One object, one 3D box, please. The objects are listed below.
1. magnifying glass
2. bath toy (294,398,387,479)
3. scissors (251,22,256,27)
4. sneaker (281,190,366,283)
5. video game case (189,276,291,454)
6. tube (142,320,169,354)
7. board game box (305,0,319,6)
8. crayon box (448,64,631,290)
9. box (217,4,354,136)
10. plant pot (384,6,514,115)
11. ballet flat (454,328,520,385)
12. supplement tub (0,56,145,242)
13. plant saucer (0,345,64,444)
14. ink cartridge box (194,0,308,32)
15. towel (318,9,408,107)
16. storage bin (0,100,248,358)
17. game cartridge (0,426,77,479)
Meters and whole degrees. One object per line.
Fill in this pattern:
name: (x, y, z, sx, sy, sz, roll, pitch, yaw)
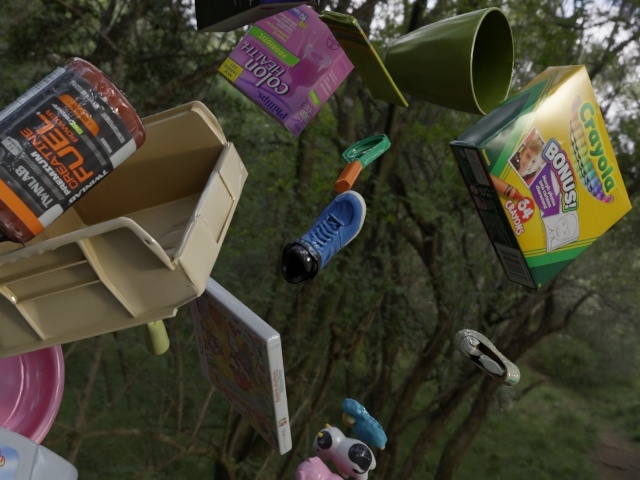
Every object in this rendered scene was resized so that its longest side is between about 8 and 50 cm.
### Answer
magnifying glass: (0.067, -0.139, 1.177, 0.092, 0.026, 0.231, -17, 19, 25)
bath toy: (0.009, 0.526, 1.483, 0.151, 0.348, 0.129, 5, -50, 37)
scissors: (-0.164, -0.538, 1.628, 0.021, 0.109, 0.297, 37, -42, -3)
sneaker: (0.001, 0.001, 0.899, 0.058, 0.152, 0.084, 44, 28, 6)
video game case: (-0.122, 0.168, 0.952, 0.026, 0.206, 0.227, -24, 36, -31)
tube: (-0.419, 0.214, 1.652, 0.070, 0.062, 0.240, 37, -29, 18)
board game box: (-0.020, -0.723, 1.716, 0.048, 0.170, 0.141, 3, -26, 3)
crayon box: (0.477, -0.133, 1.404, 0.363, 0.313, 0.106, 60, -16, -24)
box: (-0.070, -0.405, 1.519, 0.213, 0.243, 0.117, 41, 4, 14)
plant pot: (0.332, -0.482, 1.796, 0.293, 0.274, 0.275, 11, -12, 36)
ballet flat: (0.315, 0.220, 1.281, 0.052, 0.057, 0.168, 17, 12, -43)
supplement tub: (-0.264, -0.070, 0.604, 0.106, 0.198, 0.106, 38, -19, 16)
plant saucer: (-0.571, 0.213, 1.032, 0.084, 0.332, 0.332, -22, -36, 36)
ink cartridge box: (-0.098, -0.396, 0.901, 0.069, 0.175, 0.371, -10, 13, -27)
towel: (0.086, -0.349, 1.290, 0.102, 0.021, 0.237, 35, -8, 46)
storage bin: (-0.239, -0.022, 0.743, 0.260, 0.262, 0.123, -15, -59, 16)
game cartridge: (-0.374, 0.259, 0.611, 0.062, 0.198, 0.297, -23, -40, 36)
